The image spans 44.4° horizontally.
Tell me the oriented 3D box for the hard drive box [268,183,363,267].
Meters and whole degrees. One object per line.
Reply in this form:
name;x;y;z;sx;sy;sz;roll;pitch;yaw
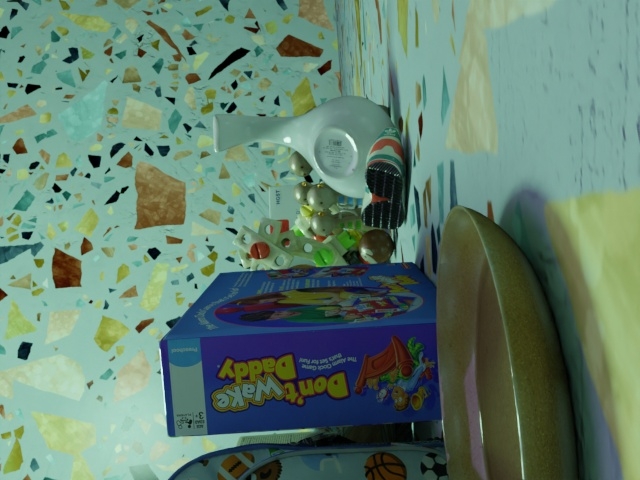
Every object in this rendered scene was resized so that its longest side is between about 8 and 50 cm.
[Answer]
hard drive box;-0.002;-0.036;1.853;0.089;0.232;0.181;85;-179;-68

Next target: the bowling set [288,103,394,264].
bowling set;0.030;-0.063;1.194;0.287;0.154;0.200;85;-178;-63

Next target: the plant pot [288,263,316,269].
plant pot;-0.048;0.138;1.486;0.188;0.205;0.205;-53;-38;-65

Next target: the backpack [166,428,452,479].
backpack;-0.007;0.268;0.575;0.213;0.263;0.277;86;-179;-56

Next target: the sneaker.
sneaker;0.084;-0.076;0.976;0.161;0.057;0.075;84;-162;-61

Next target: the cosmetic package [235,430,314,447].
cosmetic package;-0.011;0.445;1.527;0.160;0.309;0.113;-69;-24;-86

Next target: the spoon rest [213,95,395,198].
spoon rest;-0.015;-0.137;1.074;0.084;0.276;0.137;-30;-52;-54

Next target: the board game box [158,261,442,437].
board game box;-0.003;0.086;0.757;0.347;0.233;0.078;-86;-8;-84

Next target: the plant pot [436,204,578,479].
plant pot;0.096;0.098;0.428;0.236;0.032;0.236;-3;-90;-90

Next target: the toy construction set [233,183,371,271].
toy construction set;0.000;0.000;1.381;0.215;0.151;0.327;49;-152;8

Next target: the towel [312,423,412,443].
towel;0.030;0.290;0.903;0.370;0.040;0.271;-47;-37;-46
